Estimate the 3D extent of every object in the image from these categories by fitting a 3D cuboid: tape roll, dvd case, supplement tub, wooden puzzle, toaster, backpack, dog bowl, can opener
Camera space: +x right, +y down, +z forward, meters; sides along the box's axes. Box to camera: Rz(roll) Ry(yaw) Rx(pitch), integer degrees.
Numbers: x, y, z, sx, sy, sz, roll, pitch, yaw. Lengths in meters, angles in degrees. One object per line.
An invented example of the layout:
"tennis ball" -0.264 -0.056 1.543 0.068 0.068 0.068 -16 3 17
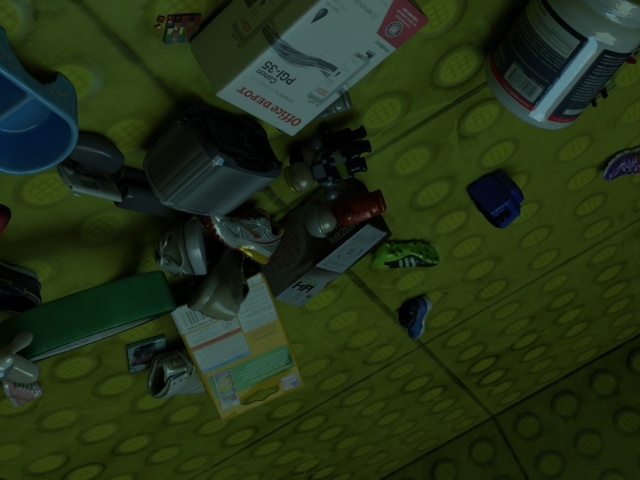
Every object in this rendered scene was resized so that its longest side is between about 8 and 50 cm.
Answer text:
"tape roll" -0.419 0.141 1.654 0.321 0.077 0.321 -21 176 -2
"dvd case" -0.382 0.252 2.052 0.087 0.013 0.119 -16 150 -19
"supplement tub" 0.423 -0.341 1.579 0.191 0.191 0.272 -3 143 -35
"wooden puzzle" -0.198 -0.303 1.334 0.083 0.006 0.049 -11 147 -26
"toaster" -0.181 -0.125 1.501 0.146 0.129 0.227 -39 155 25
"backpack" 0.398 -0.085 2.055 0.101 0.098 0.120 -35 149 7
"dog bowl" -0.444 -0.185 1.259 0.166 0.074 0.297 -33 150 10
"can opener" -0.305 -0.093 1.512 0.093 0.074 0.280 -41 148 22

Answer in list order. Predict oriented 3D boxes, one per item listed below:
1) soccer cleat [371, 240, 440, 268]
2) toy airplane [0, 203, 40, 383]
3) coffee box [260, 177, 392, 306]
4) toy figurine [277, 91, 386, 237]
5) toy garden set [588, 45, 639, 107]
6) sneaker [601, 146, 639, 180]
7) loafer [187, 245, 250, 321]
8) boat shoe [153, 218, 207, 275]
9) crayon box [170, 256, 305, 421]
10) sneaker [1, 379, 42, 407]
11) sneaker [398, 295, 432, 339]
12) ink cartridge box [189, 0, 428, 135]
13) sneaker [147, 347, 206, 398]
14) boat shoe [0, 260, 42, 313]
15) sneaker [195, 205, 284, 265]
"soccer cleat" 0.195 0.037 2.135 0.178 0.060 0.072 7 146 -35
"toy airplane" -0.629 0.100 1.354 0.386 0.272 0.384 -2 134 -6
"coffee box" 0.000 0.000 1.831 0.246 0.141 0.098 -38 148 20
"toy figurine" 0.007 -0.133 1.564 0.148 0.213 0.209 -17 149 10
"toy garden set" 0.546 -0.343 1.816 0.203 0.049 0.244 -37 149 17
"sneaker" 0.750 -0.180 2.211 0.169 0.071 0.068 -23 150 -6
"loafer" -0.182 0.086 1.743 0.102 0.092 0.268 -47 -171 17
"boat shoe" -0.252 0.018 1.650 0.088 0.096 0.267 -9 180 -10
"crayon box" -0.176 0.208 1.950 0.203 0.083 0.323 -23 123 -7
"sneaker" -0.612 0.296 1.905 0.070 0.051 0.134 -20 153 -14
"sneaker" 0.233 0.210 2.422 0.084 0.058 0.152 -16 145 -29
"ink cartridge box" -0.016 -0.304 1.362 0.283 0.117 0.207 -39 150 19
"sneaker" -0.265 0.261 2.047 0.169 0.108 0.292 -3 143 -51
"boat shoe" -0.565 0.074 1.572 0.081 0.069 0.227 -39 148 21
"sneaker" -0.150 -0.033 1.739 0.093 0.088 0.225 -53 146 5
